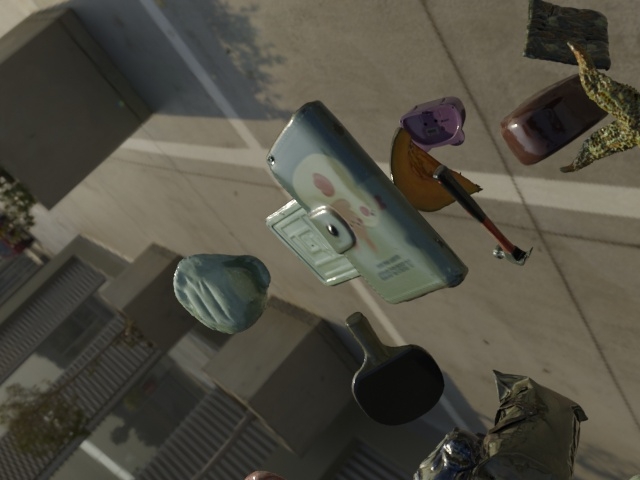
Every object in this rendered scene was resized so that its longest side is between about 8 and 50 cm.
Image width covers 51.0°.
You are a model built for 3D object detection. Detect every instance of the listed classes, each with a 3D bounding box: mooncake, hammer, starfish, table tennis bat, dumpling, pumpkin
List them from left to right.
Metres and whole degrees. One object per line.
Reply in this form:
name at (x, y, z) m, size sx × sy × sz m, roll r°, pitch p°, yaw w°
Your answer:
dumpling at (-0.154, 0.075, 1.108) m, size 0.152 × 0.108 × 0.219 m, roll 44°, pitch 131°, yaw 3°
table tennis bat at (0.103, 0.198, 1.022) m, size 0.246 × 0.138 × 0.022 m, roll 56°, pitch -175°, yaw -32°
pumpkin at (0.222, -0.135, 1.534) m, size 0.254 × 0.149 × 0.130 m, roll 31°, pitch 176°, yaw -22°
hammer at (0.300, -0.042, 1.258) m, size 0.288 × 0.033 × 0.111 m, roll 41°, pitch 172°, yaw -29°
mooncake at (0.674, -0.358, 1.943) m, size 0.174 × 0.326 × 0.334 m, roll 55°, pitch 136°, yaw 4°
starfish at (0.597, -0.224, 1.184) m, size 0.358 × 0.078 × 0.347 m, roll 6°, pitch 117°, yaw 33°

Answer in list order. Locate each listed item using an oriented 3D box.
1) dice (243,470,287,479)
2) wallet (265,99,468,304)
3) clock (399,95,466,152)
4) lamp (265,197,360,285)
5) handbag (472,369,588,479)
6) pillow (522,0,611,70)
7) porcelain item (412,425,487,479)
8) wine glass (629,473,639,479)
dice at (-0.088, 0.422, 1.044) m, size 0.093 × 0.091 × 0.094 m, roll 37°, pitch 137°, yaw -11°
wallet at (0.064, -0.047, 1.105) m, size 0.360 × 0.083 × 0.252 m, roll 49°, pitch 156°, yaw -2°
clock at (0.271, -0.271, 1.571) m, size 0.153 × 0.050 × 0.110 m, roll -8°, pitch 120°, yaw 38°
lamp at (0.000, 0.000, 1.739) m, size 0.266 × 0.047 × 0.269 m, roll 46°, pitch 151°, yaw -9°
handbag at (0.336, 0.319, 1.073) m, size 0.182 × 0.270 × 0.117 m, roll 29°, pitch 126°, yaw 9°
pillow at (0.553, -0.463, 1.506) m, size 0.189 × 0.255 × 0.034 m, roll 14°, pitch 137°, yaw 6°
porcelain item at (0.286, 0.465, 1.391) m, size 0.138 × 0.186 × 0.288 m, roll 24°, pitch -173°, yaw 29°
wine glass at (0.672, 0.620, 1.274) m, size 0.309 × 0.096 × 0.264 m, roll -2°, pitch -103°, yaw -75°
